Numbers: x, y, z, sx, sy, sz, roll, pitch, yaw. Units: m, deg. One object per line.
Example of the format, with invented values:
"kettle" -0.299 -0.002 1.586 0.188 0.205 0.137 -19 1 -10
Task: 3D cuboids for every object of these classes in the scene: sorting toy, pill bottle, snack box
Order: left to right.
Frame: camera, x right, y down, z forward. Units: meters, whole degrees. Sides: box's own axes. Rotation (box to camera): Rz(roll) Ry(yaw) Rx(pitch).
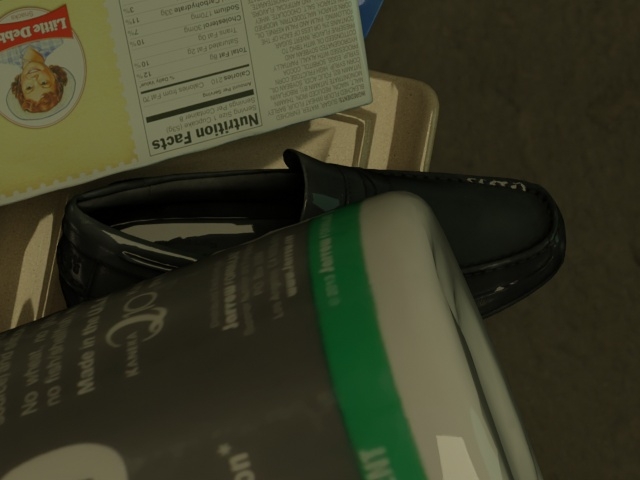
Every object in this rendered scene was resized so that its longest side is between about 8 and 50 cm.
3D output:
"snack box" -0.145 -0.106 0.604 0.322 0.060 0.187 -17 113 -18
"pill bottle" -0.096 0.133 0.574 0.361 0.204 0.204 -21 91 9
"sorting toy" -0.056 -0.003 0.720 0.196 0.047 0.347 11 83 -8

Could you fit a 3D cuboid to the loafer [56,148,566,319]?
"loafer" 0.000 0.000 0.656 0.223 0.078 0.076 -6 47 -9
